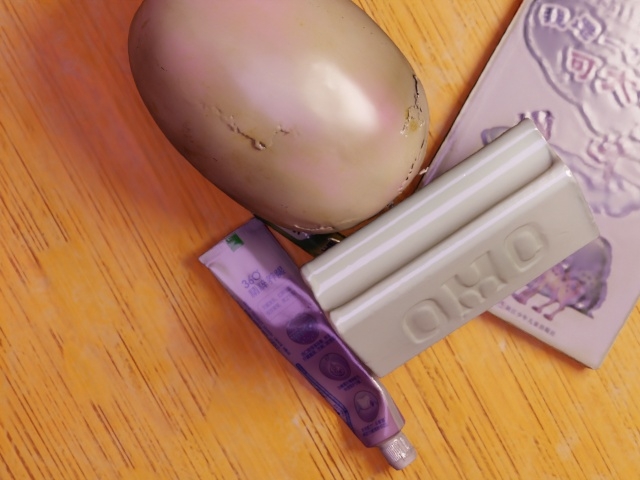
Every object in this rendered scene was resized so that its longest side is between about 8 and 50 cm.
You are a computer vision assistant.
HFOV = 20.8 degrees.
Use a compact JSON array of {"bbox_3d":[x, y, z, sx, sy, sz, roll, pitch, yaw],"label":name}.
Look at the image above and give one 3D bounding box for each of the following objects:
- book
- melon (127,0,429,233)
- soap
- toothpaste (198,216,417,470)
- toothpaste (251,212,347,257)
[{"bbox_3d":[0.263,-0.085,1.782,0.260,0.043,0.371,29,93,-4],"label":"book"},{"bbox_3d":[-0.036,-0.142,1.671,0.317,0.223,0.223,40,92,-5],"label":"melon"},{"bbox_3d":[0.128,0.012,1.688,0.265,0.160,0.088,-33,62,3],"label":"soap"},{"bbox_3d":[-0.002,0.112,1.785,0.075,0.048,0.301,-37,94,12],"label":"toothpaste"},{"bbox_3d":[0.000,0.000,1.782,0.204,0.031,0.049,33,104,-7],"label":"toothpaste"}]
